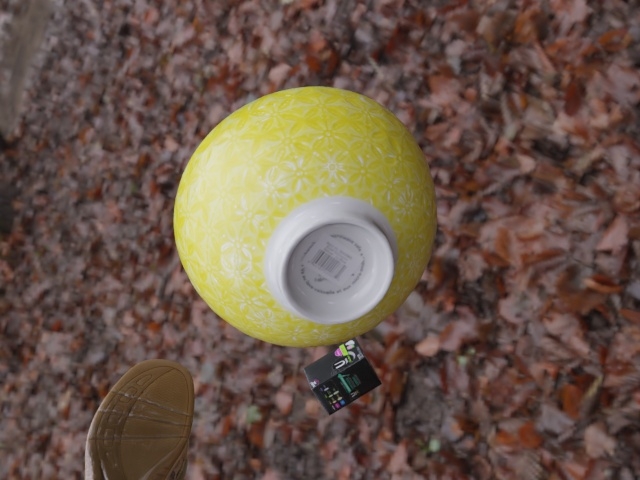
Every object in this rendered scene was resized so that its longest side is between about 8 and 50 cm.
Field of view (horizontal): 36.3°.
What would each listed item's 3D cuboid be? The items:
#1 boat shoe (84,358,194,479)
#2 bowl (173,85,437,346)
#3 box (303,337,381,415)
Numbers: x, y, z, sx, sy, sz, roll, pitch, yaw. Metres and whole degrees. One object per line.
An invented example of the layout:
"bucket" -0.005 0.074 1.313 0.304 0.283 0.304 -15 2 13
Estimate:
"boat shoe" -0.202 0.260 1.028 0.089 0.104 0.285 99 -175 -53
"bowl" 0.000 0.000 1.000 0.290 0.289 0.156 -63 21 15
"box" 0.029 0.181 1.302 0.083 0.052 0.062 -32 23 1
